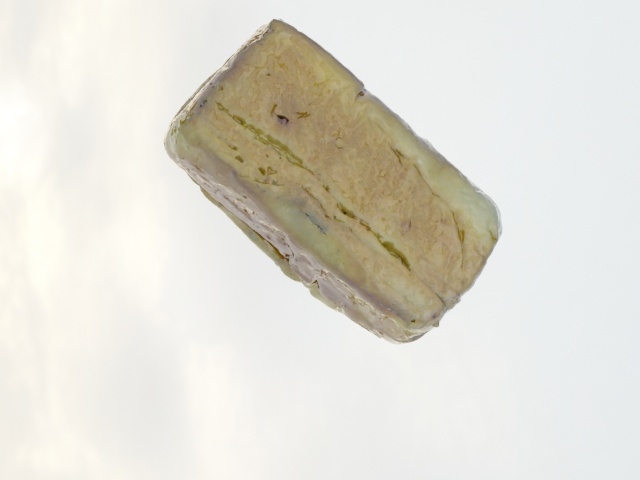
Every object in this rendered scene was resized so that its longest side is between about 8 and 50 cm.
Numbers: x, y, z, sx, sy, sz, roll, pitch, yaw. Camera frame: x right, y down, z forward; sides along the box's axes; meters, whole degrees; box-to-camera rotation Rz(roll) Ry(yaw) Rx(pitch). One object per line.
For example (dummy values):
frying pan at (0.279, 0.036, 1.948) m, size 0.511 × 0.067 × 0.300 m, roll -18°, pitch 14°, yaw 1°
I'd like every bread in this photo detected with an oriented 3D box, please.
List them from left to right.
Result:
bread at (0.017, -0.051, 1.192) m, size 0.294 × 0.167 × 0.132 m, roll 41°, pitch -24°, yaw -6°
